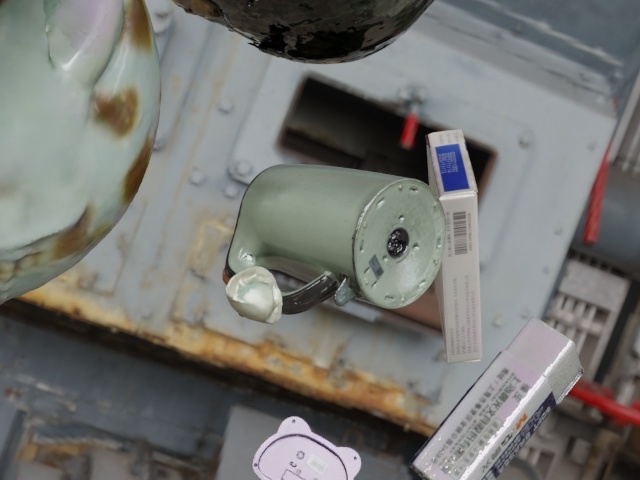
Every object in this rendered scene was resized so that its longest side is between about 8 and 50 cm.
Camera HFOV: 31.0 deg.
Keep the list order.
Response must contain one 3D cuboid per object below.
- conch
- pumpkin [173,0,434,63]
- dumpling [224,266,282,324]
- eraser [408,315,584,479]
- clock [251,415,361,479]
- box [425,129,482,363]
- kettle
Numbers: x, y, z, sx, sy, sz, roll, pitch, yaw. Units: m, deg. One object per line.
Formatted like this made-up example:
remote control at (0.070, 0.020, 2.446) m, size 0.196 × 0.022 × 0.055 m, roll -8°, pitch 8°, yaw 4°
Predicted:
conch at (-0.204, -0.071, 0.604) m, size 0.197 × 0.368 × 0.249 m, roll 30°, pitch 41°, yaw 20°
pumpkin at (-0.051, -0.400, 1.312) m, size 0.454 × 0.344 × 0.454 m, roll 43°, pitch -8°, yaw 7°
dumpling at (-0.071, 0.059, 1.284) m, size 0.077 × 0.059 × 0.043 m, roll 26°, pitch -15°, yaw -13°
eraser at (0.262, 0.259, 1.689) m, size 0.086 × 0.287 × 0.130 m, roll 35°, pitch -12°, yaw 33°
clock at (-0.018, 0.334, 1.695) m, size 0.153 × 0.110 × 0.050 m, roll 30°, pitch -16°, yaw 7°
box at (0.224, 0.012, 1.923) m, size 0.065 × 0.343 × 0.200 m, roll -6°, pitch 36°, yaw 3°
kettle at (0.000, 0.000, 1.495) m, size 0.255 × 0.240 × 0.165 m, roll 16°, pitch -35°, yaw 45°
